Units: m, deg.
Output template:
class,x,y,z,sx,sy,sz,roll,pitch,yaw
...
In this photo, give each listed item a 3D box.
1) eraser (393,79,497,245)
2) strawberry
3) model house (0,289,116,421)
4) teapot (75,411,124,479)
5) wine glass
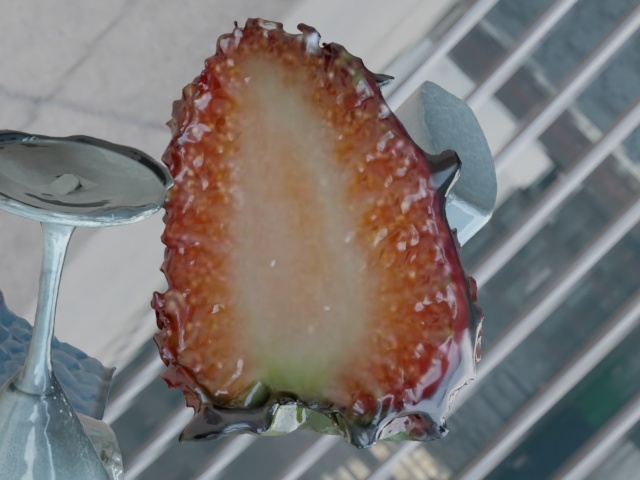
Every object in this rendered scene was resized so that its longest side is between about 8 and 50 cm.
class,x,y,z,sx,sy,sz,roll,pitch,yaw
eraser,0.042,0.000,1.773,0.290,0.104,0.189,-45,-155,28
strawberry,0.000,0.000,1.314,0.233,0.306,0.138,-1,170,5
model house,-0.419,0.200,1.696,0.297,0.339,0.360,-48,-165,20
teapot,-0.248,0.224,1.447,0.178,0.163,0.221,3,123,-26
wine glass,-0.157,0.064,1.014,0.156,0.156,0.232,-20,128,-51
